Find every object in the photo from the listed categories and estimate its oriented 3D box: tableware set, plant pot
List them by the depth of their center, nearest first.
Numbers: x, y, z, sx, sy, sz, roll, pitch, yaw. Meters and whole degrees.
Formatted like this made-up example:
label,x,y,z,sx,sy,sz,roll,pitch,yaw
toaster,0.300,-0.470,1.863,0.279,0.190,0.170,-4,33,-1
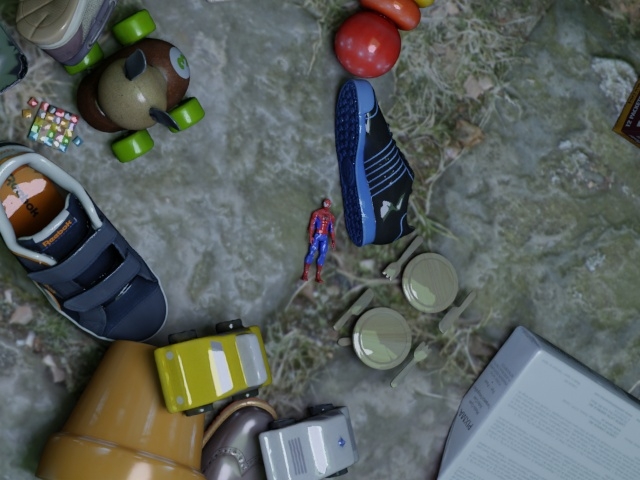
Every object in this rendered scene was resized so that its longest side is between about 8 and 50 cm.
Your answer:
label,x,y,z,sx,sy,sz,roll,pitch,yaw
plant pot,-0.226,0.232,1.416,0.205,0.205,0.187,23,73,-22
tableware set,0.117,0.100,1.608,0.128,0.039,0.194,46,74,-8

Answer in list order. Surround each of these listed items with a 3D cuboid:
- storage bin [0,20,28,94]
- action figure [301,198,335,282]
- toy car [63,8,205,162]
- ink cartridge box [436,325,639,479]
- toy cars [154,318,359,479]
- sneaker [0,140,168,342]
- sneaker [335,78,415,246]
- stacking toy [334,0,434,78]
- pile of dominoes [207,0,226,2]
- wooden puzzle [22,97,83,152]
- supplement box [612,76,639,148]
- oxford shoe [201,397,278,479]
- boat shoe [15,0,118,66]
label,x,y,z,sx,sy,sz,roll,pitch,yaw
storage bin,-0.440,-0.237,1.323,0.122,0.084,0.180,-38,108,-13
action figure,0.000,0.000,1.555,0.038,0.030,0.115,9,92,-17
toy car,-0.210,-0.185,1.361,0.149,0.188,0.155,-33,107,-14
ink cartridge box,0.311,0.359,1.710,0.308,0.091,0.385,32,102,-22
toy cars,-0.051,0.211,1.446,0.393,0.087,0.176,46,43,-37
sneaker,-0.302,0.016,1.388,0.126,0.127,0.321,-47,111,-11
sneaker,0.078,-0.108,1.547,0.091,0.081,0.232,-11,107,-23
stacking toy,0.120,-0.367,1.510,0.141,0.141,0.330,31,91,-22
pile of dominoes,-0.150,-0.433,1.448,0.196,0.040,0.251,17,98,-23
wooden puzzle,-0.333,-0.141,1.417,0.083,0.006,0.049,22,89,-22
supplement box,0.580,-0.168,1.667,0.191,0.194,0.129,29,86,-22
oxford shoe,-0.127,0.389,1.496,0.130,0.133,0.363,18,90,-22
boat shoe,-0.270,-0.338,1.348,0.103,0.092,0.285,11,70,17
